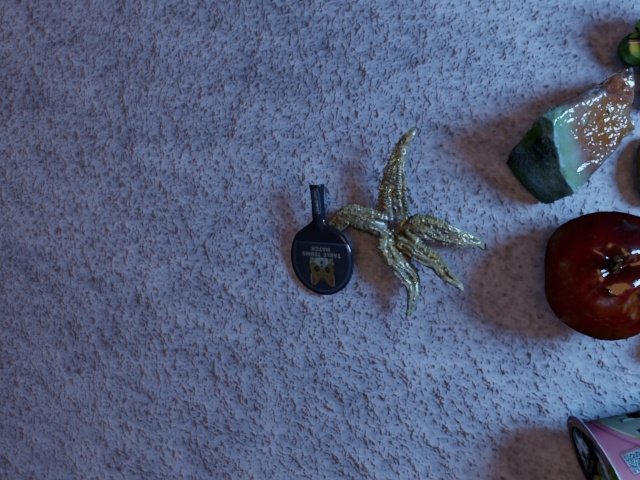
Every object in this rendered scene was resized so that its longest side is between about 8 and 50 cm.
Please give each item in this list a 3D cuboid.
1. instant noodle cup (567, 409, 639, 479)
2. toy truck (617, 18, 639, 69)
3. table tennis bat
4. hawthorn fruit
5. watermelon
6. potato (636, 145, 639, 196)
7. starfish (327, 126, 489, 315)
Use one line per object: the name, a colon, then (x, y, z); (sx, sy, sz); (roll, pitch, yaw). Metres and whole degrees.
instant noodle cup: (0.598, 0.379, 0.894); (0.254, 0.244, 0.244); (-20, 85, 5)
toy truck: (0.666, -0.330, 0.925); (0.210, 0.148, 0.187); (-8, 85, -12)
table tennis bat: (0.000, 0.000, 1.093); (0.150, 0.027, 0.237); (4, 105, 30)
hawthorn fruit: (0.486, 0.055, 0.897); (0.210, 0.266, 0.230); (12, 88, 31)
watermelon: (0.487, -0.203, 0.953); (0.256, 0.193, 0.140); (-39, 82, -5)
potato: (0.627, -0.130, 0.959); (0.091, 0.070, 0.138); (-1, 89, 12)
starfish: (0.187, -0.016, 1.046); (0.293, 0.084, 0.301); (46, 106, 13)
